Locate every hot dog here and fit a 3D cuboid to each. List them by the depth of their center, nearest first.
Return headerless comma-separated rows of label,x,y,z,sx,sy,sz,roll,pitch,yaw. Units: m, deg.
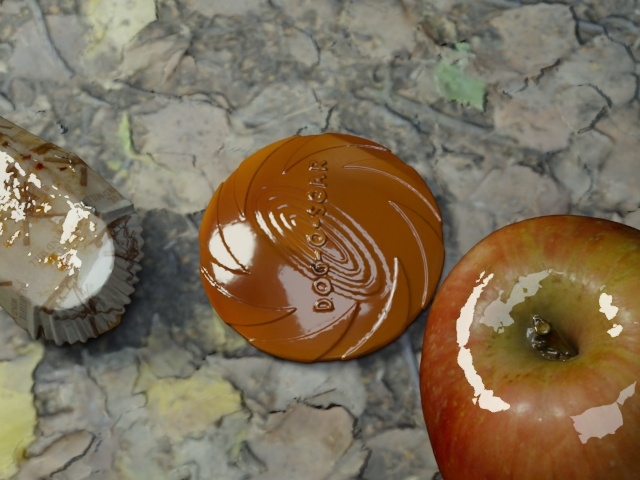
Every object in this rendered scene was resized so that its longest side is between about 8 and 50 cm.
hot dog,-0.241,-0.023,1.428,0.252,0.069,0.131,35,83,20

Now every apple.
apple,0.184,0.113,1.257,0.242,0.241,0.242,-9,58,15

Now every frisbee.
frisbee,0.000,0.000,1.417,0.192,0.035,0.192,-1,66,3
